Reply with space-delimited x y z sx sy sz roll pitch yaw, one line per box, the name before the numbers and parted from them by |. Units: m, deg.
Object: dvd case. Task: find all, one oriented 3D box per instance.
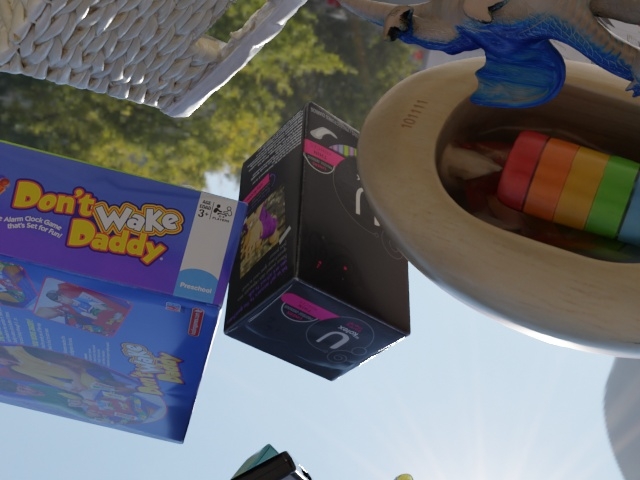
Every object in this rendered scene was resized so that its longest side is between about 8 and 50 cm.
dvd case | -0.092 0.258 0.803 0.180 0.253 0.022 -28 -110 -6

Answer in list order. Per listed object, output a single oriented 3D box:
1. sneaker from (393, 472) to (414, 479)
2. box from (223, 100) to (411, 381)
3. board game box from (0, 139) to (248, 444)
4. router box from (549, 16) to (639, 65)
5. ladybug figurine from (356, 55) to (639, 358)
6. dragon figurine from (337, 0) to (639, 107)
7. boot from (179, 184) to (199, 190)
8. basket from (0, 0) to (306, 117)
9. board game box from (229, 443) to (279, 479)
sneaker | 0.180 0.425 1.354 0.094 0.081 0.208 -33 -151 -3
box | 0.000 0.000 1.036 0.165 0.143 0.270 27 -135 -28
board game box | -0.198 0.056 0.679 0.233 0.347 0.078 15 -119 -6
router box | 0.389 -0.259 1.316 0.336 0.301 0.082 16 159 -40
ladybug figurine | 0.250 -0.024 0.853 0.449 0.162 0.305 24 -118 20
dragon figurine | 0.125 -0.144 0.594 0.144 0.085 0.289 25 169 -36
boot | -0.222 0.046 1.246 0.095 0.258 0.123 36 -176 27
basket | -0.193 -0.364 0.915 0.266 0.328 0.331 5 -124 -49
board game box | -0.081 0.463 1.083 0.254 0.079 0.336 45 -133 -1
